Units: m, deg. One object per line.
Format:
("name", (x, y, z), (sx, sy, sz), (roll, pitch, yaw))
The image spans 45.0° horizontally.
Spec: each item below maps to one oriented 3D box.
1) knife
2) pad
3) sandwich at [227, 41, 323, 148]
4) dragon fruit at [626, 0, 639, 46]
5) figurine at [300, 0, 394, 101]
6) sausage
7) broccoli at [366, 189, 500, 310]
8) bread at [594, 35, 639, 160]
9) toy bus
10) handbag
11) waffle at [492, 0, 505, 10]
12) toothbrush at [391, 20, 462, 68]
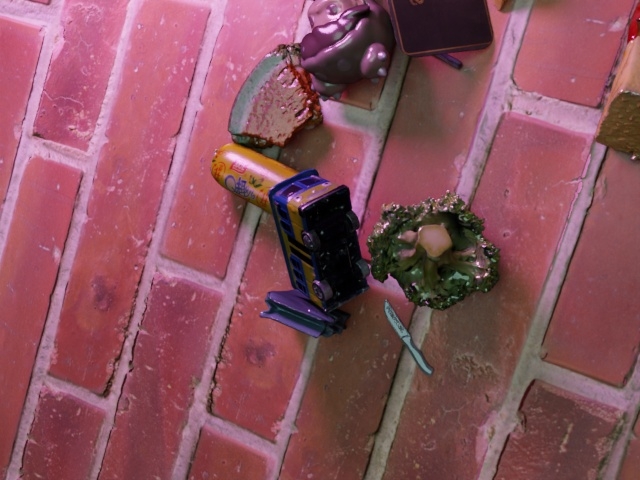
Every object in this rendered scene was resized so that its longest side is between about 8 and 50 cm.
("knife", (0.206, 0.235, 1.853), (0.028, 0.015, 0.210), (-38, 79, 23))
("pad", (0.229, -0.599, 1.709), (0.315, 0.063, 0.375), (-12, 87, -15))
("sandwich", (-0.114, -0.330, 1.899), (0.292, 0.109, 0.212), (-39, 79, 16))
("dragon fruit", (0.782, -0.458, 1.594), (0.344, 0.100, 0.282), (-29, 78, 17))
("figurine", (0.043, -0.525, 1.784), (0.248, 0.203, 0.380), (-13, 89, 45))
("sausage", (-0.129, -0.138, 1.902), (0.347, 0.123, 0.123), (28, 100, 17))
("broccoli", (0.250, 0.016, 1.724), (0.288, 0.259, 0.235), (-9, 47, 1))
("bread", (0.723, -0.268, 1.584), (0.264, 0.236, 0.198), (22, 65, 16))
("toy bus", (0.000, 0.000, 1.764), (0.175, 0.138, 0.287), (33, 143, 50))
("handbag", (-0.028, 0.173, 1.820), (0.179, 0.229, 0.062), (20, 95, 19))
("waffle", (0.461, -0.621, 1.744), (0.032, 0.125, 0.191), (36, 69, 18))
("toothbrush", (0.189, -0.506, 1.834), (0.354, 0.024, 0.029), (35, 94, 16))
